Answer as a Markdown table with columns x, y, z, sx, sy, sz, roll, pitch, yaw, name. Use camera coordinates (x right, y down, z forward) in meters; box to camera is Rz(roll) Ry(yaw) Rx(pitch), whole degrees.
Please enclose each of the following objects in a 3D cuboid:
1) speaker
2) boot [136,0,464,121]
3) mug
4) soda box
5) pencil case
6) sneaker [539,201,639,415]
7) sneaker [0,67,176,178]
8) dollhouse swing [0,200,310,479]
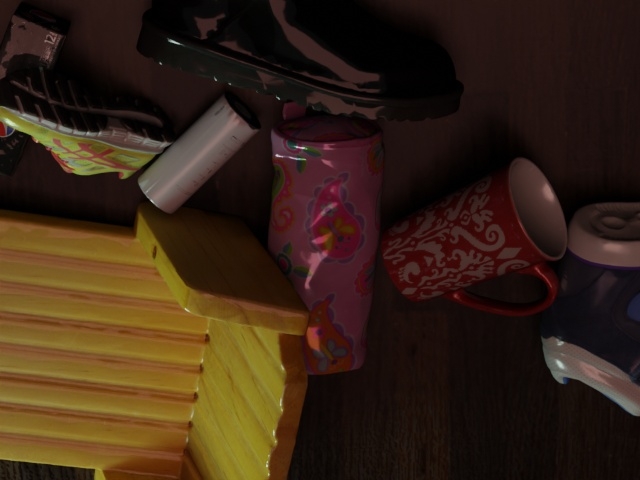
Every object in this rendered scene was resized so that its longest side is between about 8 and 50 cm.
| x | y | z | sx | sy | sz | roll | pitch | yaw | name |
| --- | --- | --- | --- | --- | --- | --- | --- | --- | --- |
| -0.128 | -0.090 | 1.605 | 0.055 | 0.055 | 0.136 | 42 | 106 | -17 | speaker |
| -0.001 | -0.269 | 1.492 | 0.348 | 0.131 | 0.260 | 13 | 112 | -6 | boot |
| 0.160 | 0.012 | 1.595 | 0.169 | 0.113 | 0.150 | -23 | 73 | 31 | mug |
| -0.313 | -0.154 | 1.574 | 0.060 | 0.053 | 0.169 | 22 | 110 | -10 | soda box |
| 0.000 | 0.000 | 1.617 | 0.124 | 0.124 | 0.284 | 1 | 112 | -2 | pencil case |
| 0.399 | 0.083 | 1.664 | 0.323 | 0.130 | 0.236 | 3 | 121 | -6 | sneaker |
| -0.251 | -0.105 | 1.554 | 0.208 | 0.081 | 0.094 | 16 | 130 | -39 | sneaker |
| -0.225 | 0.161 | 1.596 | 0.305 | 0.315 | 0.346 | 2 | 115 | -24 | dollhouse swing |
